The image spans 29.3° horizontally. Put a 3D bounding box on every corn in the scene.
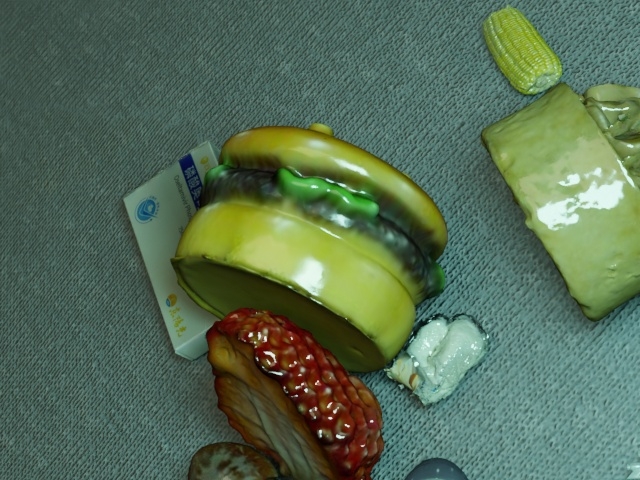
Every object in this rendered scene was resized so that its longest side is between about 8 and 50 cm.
[{"bbox_3d":[0.320,-0.305,1.961,0.085,0.063,0.165,-38,53,21],"label":"corn"}]

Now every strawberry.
[{"bbox_3d":[-0.028,0.215,1.764,0.265,0.336,0.149,14,50,47],"label":"strawberry"}]

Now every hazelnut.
[{"bbox_3d":[-0.135,0.376,1.862,0.143,0.143,0.154,-45,68,5],"label":"hazelnut"}]

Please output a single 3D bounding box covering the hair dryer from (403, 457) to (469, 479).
[{"bbox_3d":[0.266,0.381,1.558,0.361,0.121,0.301,-3,21,9],"label":"hair dryer"}]

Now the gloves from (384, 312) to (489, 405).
[{"bbox_3d":[0.178,0.170,1.823,0.153,0.070,0.114,-47,45,-5],"label":"gloves"}]

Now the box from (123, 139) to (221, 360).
[{"bbox_3d":[-0.208,0.013,2.117,0.200,0.065,0.343,-33,56,14],"label":"box"}]

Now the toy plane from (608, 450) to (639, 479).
[{"bbox_3d":[0.439,0.327,1.602,0.171,0.065,0.162,-9,65,26],"label":"toy plane"}]

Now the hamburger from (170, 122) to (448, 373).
[{"bbox_3d":[0.000,0.000,1.808,0.396,0.396,0.277,12,68,33],"label":"hamburger"}]

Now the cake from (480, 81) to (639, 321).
[{"bbox_3d":[0.423,-0.092,1.654,0.321,0.332,0.332,-31,56,8],"label":"cake"}]
